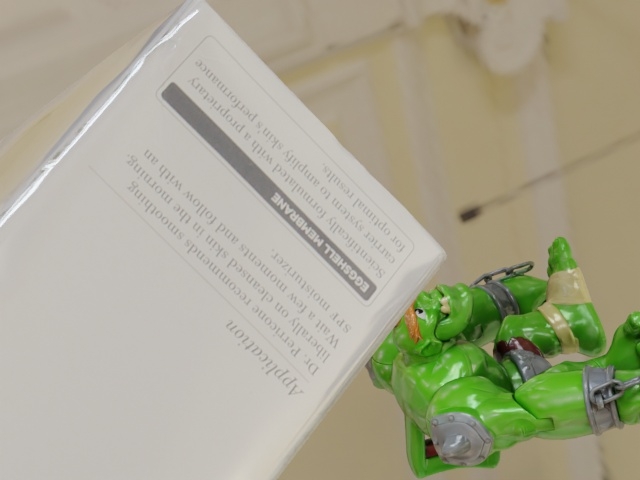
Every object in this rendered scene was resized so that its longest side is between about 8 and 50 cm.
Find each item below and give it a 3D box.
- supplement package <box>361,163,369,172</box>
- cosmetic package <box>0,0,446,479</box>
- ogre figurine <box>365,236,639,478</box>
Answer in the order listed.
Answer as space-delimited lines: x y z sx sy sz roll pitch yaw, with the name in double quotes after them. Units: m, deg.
0.000 0.000 1.379 0.105 0.105 0.179 51 9 17 "supplement package"
-0.108 0.058 0.717 0.138 0.225 0.224 46 -26 -11 "cosmetic package"
0.093 0.063 0.948 0.197 0.118 0.097 -121 -163 -51 "ogre figurine"
